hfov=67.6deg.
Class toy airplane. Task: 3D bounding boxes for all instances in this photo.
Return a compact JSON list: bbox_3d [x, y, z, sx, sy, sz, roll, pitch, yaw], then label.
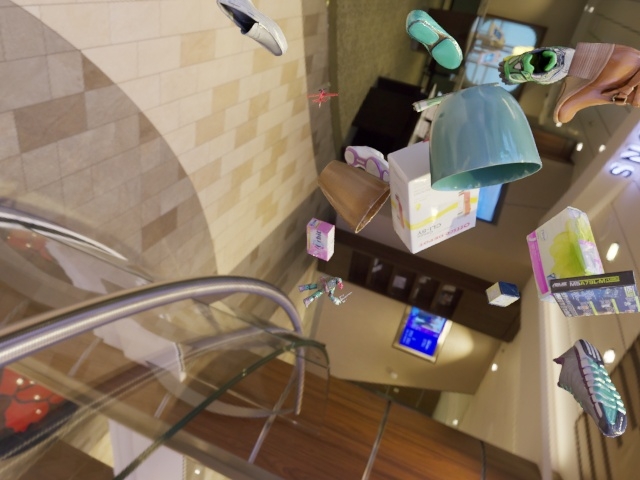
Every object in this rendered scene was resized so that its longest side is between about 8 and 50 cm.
[{"bbox_3d":[0.000,-0.658,2.185,0.028,0.151,0.151,79,31,-45],"label":"toy airplane"}]

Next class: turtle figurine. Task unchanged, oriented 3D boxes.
[{"bbox_3d":[0.020,0.227,2.278,0.175,0.234,0.118,-116,-168,-45],"label":"turtle figurine"}]

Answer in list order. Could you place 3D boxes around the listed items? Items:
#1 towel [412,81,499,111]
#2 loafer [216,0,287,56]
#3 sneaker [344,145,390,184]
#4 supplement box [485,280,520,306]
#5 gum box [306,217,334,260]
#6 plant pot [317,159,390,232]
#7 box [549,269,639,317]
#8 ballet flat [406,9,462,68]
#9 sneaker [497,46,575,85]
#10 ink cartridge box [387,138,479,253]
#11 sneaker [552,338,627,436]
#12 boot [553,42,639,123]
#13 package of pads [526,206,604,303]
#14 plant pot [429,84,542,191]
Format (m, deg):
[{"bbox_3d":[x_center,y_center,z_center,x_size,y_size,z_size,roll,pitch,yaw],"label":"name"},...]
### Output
[{"bbox_3d":[0.550,-0.594,1.981,0.248,0.325,0.038,-64,140,-72],"label":"towel"},{"bbox_3d":[-0.244,-0.765,1.700,0.319,0.112,0.111,35,63,-38],"label":"loafer"},{"bbox_3d":[0.243,-0.342,2.078,0.152,0.305,0.114,-15,131,-31],"label":"sneaker"},{"bbox_3d":[0.683,0.202,1.795,0.083,0.083,0.056,126,-30,-49],"label":"supplement box"},{"bbox_3d":[0.000,0.000,2.151,0.062,0.107,0.188,-53,155,-39],"label":"gum box"},{"bbox_3d":[0.121,-0.201,1.917,0.237,0.254,0.237,-47,169,-12],"label":"plant pot"},{"bbox_3d":[0.706,0.142,1.222,0.191,0.184,0.045,38,48,-44],"label":"box"},{"bbox_3d":[0.350,-0.622,1.456,0.247,0.083,0.087,21,56,-38],"label":"ballet flat"},{"bbox_3d":[0.831,-0.642,1.753,0.146,0.344,0.134,15,-59,65],"label":"sneaker"},{"bbox_3d":[0.407,-0.167,1.704,0.279,0.160,0.384,-23,140,-6],"label":"ink cartridge box"},{"bbox_3d":[0.543,0.312,0.978,0.098,0.083,0.223,-49,-168,35],"label":"sneaker"},{"bbox_3d":[0.717,-0.367,1.183,0.109,0.220,0.283,-63,159,-21],"label":"boot"},{"bbox_3d":[0.886,0.051,1.744,0.229,0.101,0.296,127,-27,-51],"label":"package of pads"},{"bbox_3d":[0.437,-0.285,1.331,0.293,0.293,0.235,26,55,-77],"label":"plant pot"}]
